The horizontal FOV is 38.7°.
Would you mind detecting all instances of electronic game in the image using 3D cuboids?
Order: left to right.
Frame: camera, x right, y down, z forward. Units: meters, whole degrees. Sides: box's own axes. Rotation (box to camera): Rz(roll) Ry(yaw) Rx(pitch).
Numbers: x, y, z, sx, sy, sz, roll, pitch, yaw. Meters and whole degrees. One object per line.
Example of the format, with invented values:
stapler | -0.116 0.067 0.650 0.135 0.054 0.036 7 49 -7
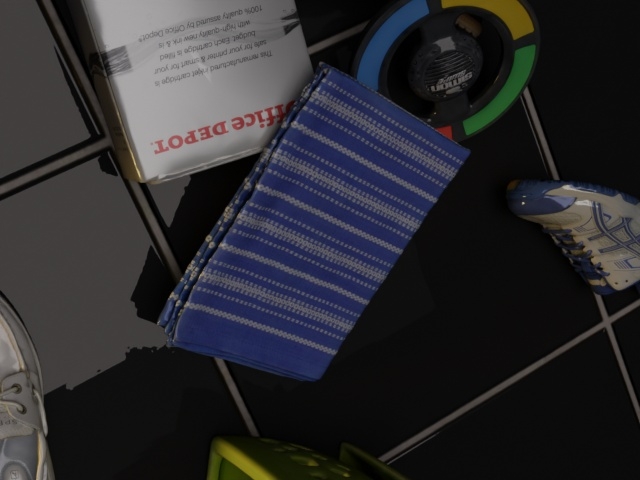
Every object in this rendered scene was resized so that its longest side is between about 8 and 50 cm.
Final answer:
electronic game | 0.141 -0.198 1.038 0.229 0.048 0.229 -11 136 -11

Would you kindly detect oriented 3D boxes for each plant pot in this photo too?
plant pot | 0.002 0.349 1.016 0.207 0.227 0.228 3 95 -28

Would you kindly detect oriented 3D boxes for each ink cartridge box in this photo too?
ink cartridge box | -0.140 -0.223 0.940 0.211 0.121 0.289 -19 103 -19

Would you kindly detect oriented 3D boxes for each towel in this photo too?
towel | 0.000 0.000 0.991 0.243 0.040 0.336 24 104 -40

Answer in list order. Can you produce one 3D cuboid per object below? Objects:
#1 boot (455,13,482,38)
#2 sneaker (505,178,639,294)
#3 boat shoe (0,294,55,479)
boot | 0.130 -0.374 1.043 0.248 0.090 0.206 33 86 -18
sneaker | 0.361 0.003 1.167 0.297 0.112 0.130 15 91 -21
boat shoe | -0.326 0.181 0.931 0.098 0.096 0.276 -16 101 -15
